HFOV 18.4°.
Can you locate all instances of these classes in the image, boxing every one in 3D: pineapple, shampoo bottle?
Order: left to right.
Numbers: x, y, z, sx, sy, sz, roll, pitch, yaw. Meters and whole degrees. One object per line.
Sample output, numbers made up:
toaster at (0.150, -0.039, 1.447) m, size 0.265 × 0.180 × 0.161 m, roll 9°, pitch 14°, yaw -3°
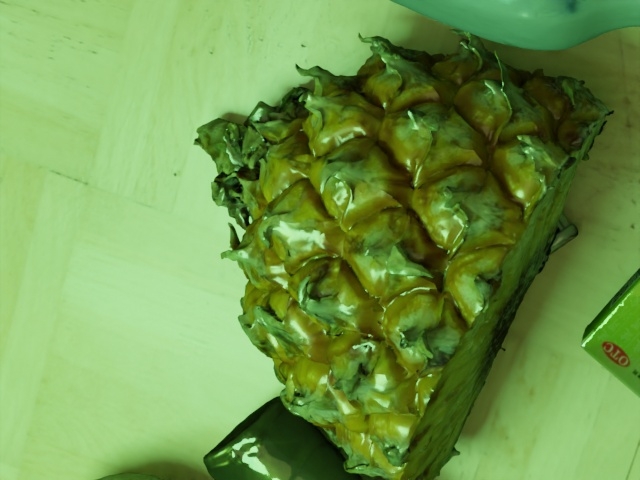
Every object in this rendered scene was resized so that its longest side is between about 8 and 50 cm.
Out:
pineapple at (-0.003, -0.002, 1.361) m, size 0.286 × 0.209 × 0.344 m, roll 28°, pitch 107°, yaw 16°
shampoo bottle at (0.053, 0.271, 1.476) m, size 0.350 × 0.084 × 0.125 m, roll 49°, pitch 150°, yaw 1°

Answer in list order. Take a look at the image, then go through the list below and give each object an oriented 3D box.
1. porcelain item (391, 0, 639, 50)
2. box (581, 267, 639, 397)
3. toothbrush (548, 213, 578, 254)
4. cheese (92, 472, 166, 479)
porcelain item at (0.117, -0.256, 1.294) m, size 0.405 × 0.178 × 0.243 m, roll 19°, pitch 107°, yaw 12°
box at (0.336, 0.088, 1.371) m, size 0.260 × 0.062 × 0.175 m, roll 41°, pitch 111°, yaw 4°
toothbrush at (0.064, 0.070, 1.471) m, size 0.307 × 0.025 × 0.030 m, roll -37°, pitch 82°, yaw 21°
cheese at (-0.151, 0.362, 1.552) m, size 0.351 × 0.129 × 0.328 m, roll -32°, pitch 94°, yaw 20°
